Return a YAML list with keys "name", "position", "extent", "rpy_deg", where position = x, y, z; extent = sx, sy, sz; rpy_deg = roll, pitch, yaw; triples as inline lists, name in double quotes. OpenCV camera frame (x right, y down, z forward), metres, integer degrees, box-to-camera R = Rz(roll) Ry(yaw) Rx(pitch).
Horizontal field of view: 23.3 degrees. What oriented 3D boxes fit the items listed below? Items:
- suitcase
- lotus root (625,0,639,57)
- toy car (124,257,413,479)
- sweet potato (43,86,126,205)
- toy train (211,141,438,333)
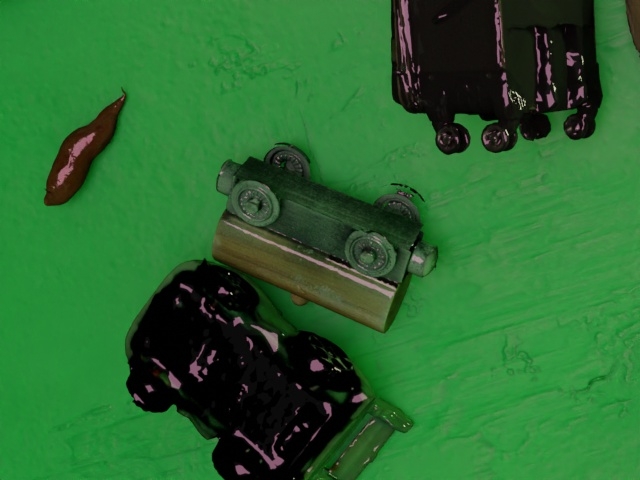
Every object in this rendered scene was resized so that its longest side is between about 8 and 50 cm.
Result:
- name: "suitcase"
  position: [0.203, -0.326, 1.804]
  extent: [0.194, 0.283, 0.433]
  rpy_deg: [2, 99, 34]
- name: "lotus root"
  position: [0.415, -0.239, 1.830]
  extent: [0.143, 0.070, 0.144]
  rpy_deg: [21, 126, 56]
- name: "toy car"
  position: [-0.074, 0.186, 2.005]
  extent: [0.359, 0.176, 0.213]
  rpy_deg: [39, 105, 12]
- name: "sweet potato"
  position: [-0.319, -0.126, 2.094]
  extent: [0.056, 0.056, 0.195]
  rpy_deg: [39, 100, 8]
- name: "toy train"
  position: [0.003, -0.003, 1.997]
  extent: [0.308, 0.126, 0.189]
  rpy_deg: [23, 135, 12]
